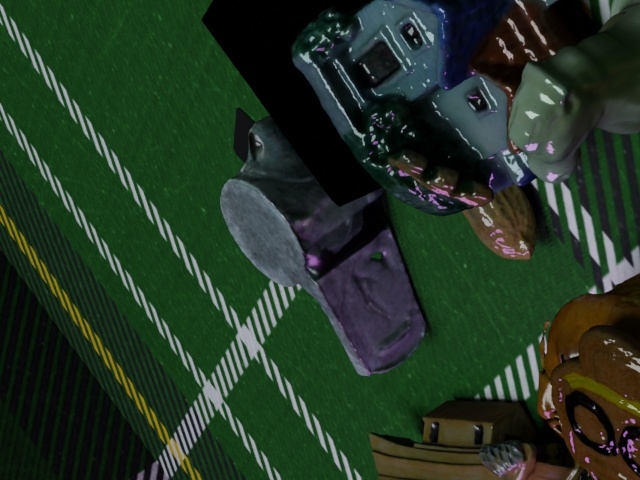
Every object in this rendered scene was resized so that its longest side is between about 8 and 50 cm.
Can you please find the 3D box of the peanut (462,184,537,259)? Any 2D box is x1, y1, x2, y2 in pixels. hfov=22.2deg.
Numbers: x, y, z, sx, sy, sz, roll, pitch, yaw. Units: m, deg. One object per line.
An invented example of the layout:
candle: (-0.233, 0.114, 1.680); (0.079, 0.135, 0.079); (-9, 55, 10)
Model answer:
peanut: (0.216, -0.056, 2.114); (0.093, 0.083, 0.194); (-23, 97, 48)

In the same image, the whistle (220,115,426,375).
whistle: (0.019, 0.003, 2.408); (0.405, 0.168, 0.188); (50, 153, 4)

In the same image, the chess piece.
chess piece: (0.297, -0.161, 1.656); (0.175, 0.298, 0.176); (36, 143, 33)

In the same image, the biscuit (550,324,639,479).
biscuit: (0.340, 0.218, 1.823); (0.208, 0.041, 0.290); (27, 141, 41)

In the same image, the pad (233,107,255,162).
pad: (-0.087, -0.132, 2.609); (0.157, 0.003, 0.112); (43, 149, 24)

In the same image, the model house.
model house: (0.193, -0.206, 1.853); (0.295, 0.251, 0.329); (59, 146, -3)

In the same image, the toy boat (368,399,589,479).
toy boat: (0.214, 0.319, 2.445); (0.445, 0.135, 0.162); (-11, 71, 59)

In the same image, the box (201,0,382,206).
box: (0.016, -0.240, 2.191); (0.341, 0.143, 0.225); (54, 152, 4)

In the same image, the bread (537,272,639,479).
bread: (0.433, 0.190, 1.901); (0.358, 0.204, 0.337); (8, 122, 51)
